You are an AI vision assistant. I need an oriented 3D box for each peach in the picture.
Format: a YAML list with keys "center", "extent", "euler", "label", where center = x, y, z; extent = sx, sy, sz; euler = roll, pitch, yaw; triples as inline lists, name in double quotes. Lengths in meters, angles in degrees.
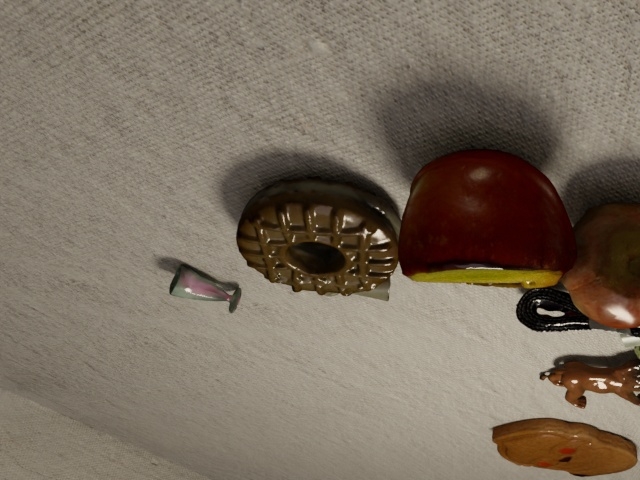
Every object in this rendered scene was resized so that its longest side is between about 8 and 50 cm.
- center: [0.521, 0.027, 1.183]
  extent: [0.235, 0.214, 0.214]
  euler: [-34, 130, 24]
  label: "peach"
- center: [0.269, -0.021, 1.130]
  extent: [0.275, 0.248, 0.245]
  euler: [11, 108, 9]
  label: "peach"

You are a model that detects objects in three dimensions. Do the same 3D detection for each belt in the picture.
- center: [0.569, 0.148, 1.396]
  extent: [0.360, 0.126, 0.094]
  euler: [0, -175, 26]
  label: "belt"

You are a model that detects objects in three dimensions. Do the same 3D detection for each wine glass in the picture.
- center: [-0.263, 0.113, 1.632]
  extent: [0.155, 0.073, 0.073]
  euler: [19, 146, -20]
  label: "wine glass"

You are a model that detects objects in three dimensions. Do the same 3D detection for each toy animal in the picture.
- center: [0.682, 0.330, 1.710]
  extent: [0.313, 0.097, 0.157]
  euler: [-3, 139, 22]
  label: "toy animal"

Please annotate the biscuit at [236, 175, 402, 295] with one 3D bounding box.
- center: [0.000, 0.000, 1.356]
  extent: [0.332, 0.103, 0.332]
  euler: [6, 147, 4]
  label: "biscuit"

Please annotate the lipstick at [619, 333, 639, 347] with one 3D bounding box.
- center: [0.700, 0.170, 1.419]
  extent: [0.186, 0.063, 0.057]
  euler: [-14, 125, 30]
  label: "lipstick"

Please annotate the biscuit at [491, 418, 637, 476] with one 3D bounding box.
- center: [0.755, 0.649, 2.208]
  extent: [0.456, 0.078, 0.349]
  euler: [14, 143, -6]
  label: "biscuit"

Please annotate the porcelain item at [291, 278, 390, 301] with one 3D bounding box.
- center: [0.044, 0.093, 1.532]
  extent: [0.213, 0.054, 0.084]
  euler: [4, 145, 7]
  label: "porcelain item"

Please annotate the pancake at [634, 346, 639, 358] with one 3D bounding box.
- center: [0.851, 0.186, 1.443]
  extent: [0.427, 0.066, 0.305]
  euler: [-7, 141, 31]
  label: "pancake"
